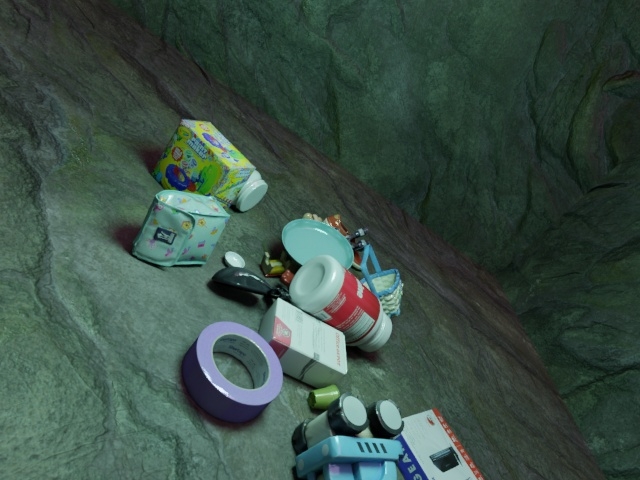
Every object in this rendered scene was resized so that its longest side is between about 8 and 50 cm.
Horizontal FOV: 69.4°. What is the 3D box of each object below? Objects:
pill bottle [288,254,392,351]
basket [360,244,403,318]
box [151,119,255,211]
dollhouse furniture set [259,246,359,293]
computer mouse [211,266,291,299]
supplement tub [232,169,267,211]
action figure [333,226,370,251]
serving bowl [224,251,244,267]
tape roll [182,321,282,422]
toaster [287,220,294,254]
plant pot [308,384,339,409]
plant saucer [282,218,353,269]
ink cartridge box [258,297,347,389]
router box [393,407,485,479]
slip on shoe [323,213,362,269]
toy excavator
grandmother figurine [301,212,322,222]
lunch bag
[{"bbox_3d":[0.090,0.253,1.752,0.407,0.229,0.229,43,19,-32],"label":"pill bottle"},{"bbox_3d":[0.249,0.183,2.032,0.289,0.200,0.255,62,21,-16],"label":"basket"},{"bbox_3d":[-0.468,-0.278,1.848,0.290,0.279,0.177,44,24,12],"label":"box"},{"bbox_3d":[-0.053,0.157,1.910,0.373,0.152,0.201,-4,47,-34],"label":"dollhouse furniture set"},{"bbox_3d":[-0.243,0.143,1.618,0.272,0.072,0.188,19,-13,-23],"label":"computer mouse"},{"bbox_3d":[-0.389,-0.282,2.075,0.272,0.191,0.191,44,24,10],"label":"supplement tub"},{"bbox_3d":[0.129,0.013,2.223,0.284,0.099,0.186,-8,77,-50],"label":"action figure"},{"bbox_3d":[-0.327,0.081,1.739,0.083,0.027,0.083,32,24,-17],"label":"serving bowl"},{"bbox_3d":[-0.243,0.364,1.302,0.274,0.090,0.275,33,25,-17],"label":"tape roll"},{"bbox_3d":[-0.069,0.013,2.071,0.146,0.129,0.227,18,21,-21],"label":"toaster"},{"bbox_3d":[0.006,0.498,1.457,0.079,0.083,0.083,9,37,-29],"label":"plant pot"},{"bbox_3d":[-0.015,0.032,1.917,0.317,0.044,0.318,16,38,-13],"label":"plant saucer"},{"bbox_3d":[-0.061,0.351,1.549,0.282,0.117,0.207,31,25,-17],"label":"ink cartridge box"},{"bbox_3d":[0.393,0.754,1.553,0.301,0.082,0.336,10,38,-48],"label":"router box"},{"bbox_3d":[0.138,0.010,2.369,0.332,0.101,0.123,57,12,-10],"label":"slip on shoe"},{"bbox_3d":[0.054,0.635,1.154,0.432,0.222,0.446,20,39,-35],"label":"toy excavator"},{"bbox_3d":[0.000,0.000,2.269,0.207,0.104,0.342,11,34,-33],"label":"grandmother figurine"},{"bbox_3d":[-0.462,-0.038,1.511,0.160,0.224,0.262,44,24,28],"label":"lunch bag"}]
